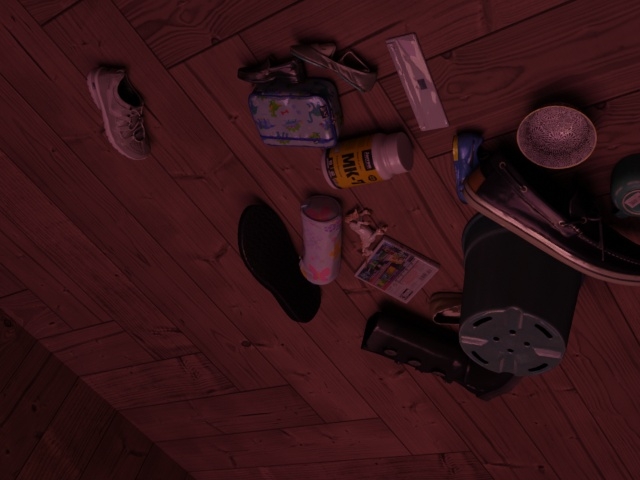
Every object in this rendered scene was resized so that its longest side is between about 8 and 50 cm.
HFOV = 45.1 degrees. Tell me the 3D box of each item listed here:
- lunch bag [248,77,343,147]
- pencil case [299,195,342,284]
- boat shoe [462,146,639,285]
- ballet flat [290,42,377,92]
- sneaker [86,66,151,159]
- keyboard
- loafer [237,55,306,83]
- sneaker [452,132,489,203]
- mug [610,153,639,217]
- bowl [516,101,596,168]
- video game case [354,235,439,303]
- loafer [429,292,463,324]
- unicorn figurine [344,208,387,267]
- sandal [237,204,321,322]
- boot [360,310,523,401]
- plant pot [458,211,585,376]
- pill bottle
[{"bbox_3d":[-0.058,-0.311,1.907,0.219,0.090,0.176,7,139,19],"label":"lunch bag"},{"bbox_3d":[0.000,0.000,2.183,0.124,0.113,0.273,29,142,23],"label":"pencil case"},{"bbox_3d":[0.577,-0.053,1.784,0.500,0.187,0.156,30,117,3],"label":"boat shoe"},{"bbox_3d":[0.035,-0.418,1.784,0.213,0.072,0.068,27,111,-6],"label":"ballet flat"},{"bbox_3d":[-0.519,-0.334,2.067,0.115,0.105,0.281,-1,132,25],"label":"sneaker"},{"bbox_3d":[0.227,-0.361,1.788,0.072,0.014,0.256,-10,129,25],"label":"keyboard"},{"bbox_3d":[-0.120,-0.415,1.852,0.170,0.062,0.061,0,125,10],"label":"loafer"},{"bbox_3d":[0.371,-0.170,1.879,0.082,0.069,0.209,1,134,17],"label":"sneaker"},{"bbox_3d":[0.731,-0.108,1.764,0.130,0.097,0.157,0,133,23],"label":"mug"},{"bbox_3d":[0.528,-0.250,1.718,0.170,0.080,0.170,12,137,11],"label":"bowl"},{"bbox_3d":[0.220,0.088,2.244,0.183,0.023,0.201,28,139,-6],"label":"video game case"},{"bbox_3d":[0.439,0.206,2.217,0.269,0.092,0.102,-6,131,28],"label":"loafer"},{"bbox_3d":[0.129,-0.020,2.154,0.111,0.060,0.162,-30,101,42],"label":"unicorn figurine"},{"bbox_3d":[-0.146,0.081,2.303,0.107,0.167,0.445,9,139,41],"label":"sandal"},{"bbox_3d":[0.365,0.314,2.311,0.445,0.146,0.367,26,146,1],"label":"boot"},{"bbox_3d":[0.500,0.136,1.941,0.341,0.334,0.341,12,137,11],"label":"plant pot"},{"bbox_3d":[0.117,-0.201,1.919,0.209,0.119,0.119,-10,129,31],"label":"pill bottle"}]
